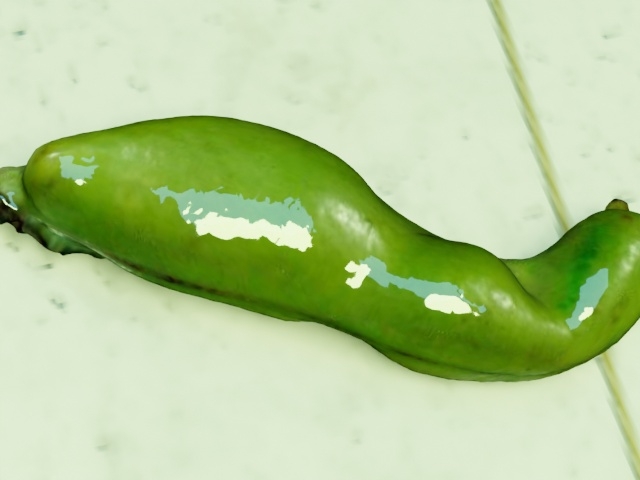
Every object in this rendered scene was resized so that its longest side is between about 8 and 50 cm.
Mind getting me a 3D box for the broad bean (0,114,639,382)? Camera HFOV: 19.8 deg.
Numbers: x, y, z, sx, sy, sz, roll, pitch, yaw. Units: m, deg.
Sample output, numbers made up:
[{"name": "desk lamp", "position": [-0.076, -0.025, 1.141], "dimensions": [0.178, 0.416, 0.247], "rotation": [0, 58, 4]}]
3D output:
[{"name": "broad bean", "position": [0.000, 0.000, 0.543], "dimensions": [0.214, 0.048, 0.070], "rotation": [9, 60, -8]}]
